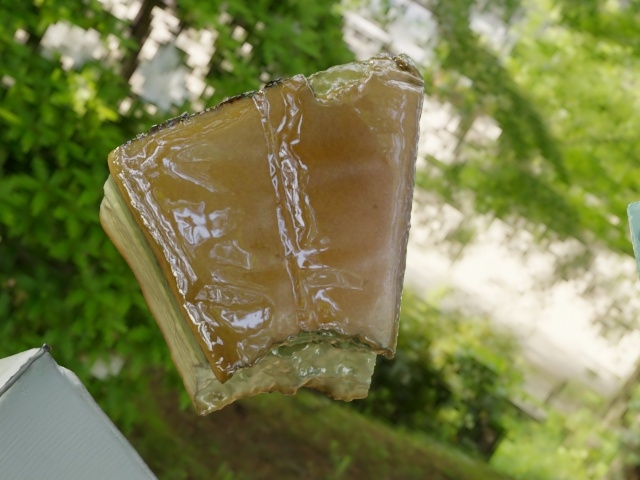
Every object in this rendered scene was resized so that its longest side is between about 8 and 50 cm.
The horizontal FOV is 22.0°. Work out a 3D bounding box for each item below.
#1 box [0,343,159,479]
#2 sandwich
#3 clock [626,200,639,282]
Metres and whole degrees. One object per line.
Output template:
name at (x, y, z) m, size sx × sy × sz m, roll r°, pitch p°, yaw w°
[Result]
box at (-0.143, 0.207, 0.520) m, size 0.106 × 0.299 × 0.200 m, roll -16°, pitch -64°, yaw 51°
sandwich at (0.000, 0.000, 1.009) m, size 0.186 × 0.220 × 0.108 m, roll 61°, pitch -20°, yaw 13°
clock at (0.187, -0.009, 0.646) m, size 0.116 × 0.231 × 0.262 m, roll -7°, pitch 40°, yaw 6°
